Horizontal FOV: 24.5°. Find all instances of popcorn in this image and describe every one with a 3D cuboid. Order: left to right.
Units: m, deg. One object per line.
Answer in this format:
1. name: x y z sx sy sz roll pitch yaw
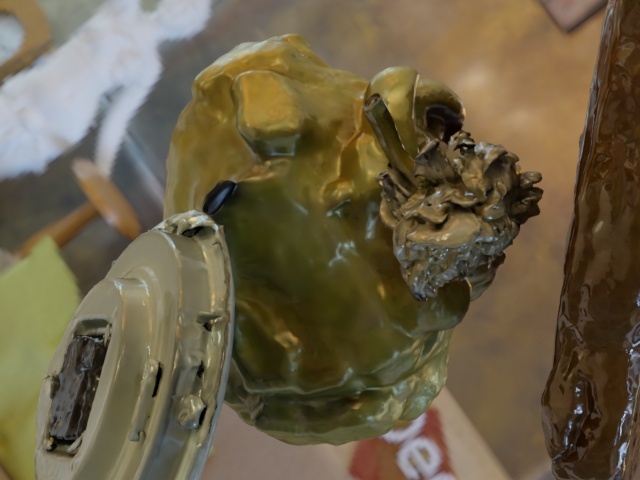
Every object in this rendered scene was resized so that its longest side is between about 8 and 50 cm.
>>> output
1. popcorn: 0.000 0.000 1.000 0.252 0.215 0.286 0 -64 41

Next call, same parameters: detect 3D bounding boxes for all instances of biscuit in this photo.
1. biscuit: 0.198 -0.039 0.897 0.359 0.074 0.381 -66 156 -43

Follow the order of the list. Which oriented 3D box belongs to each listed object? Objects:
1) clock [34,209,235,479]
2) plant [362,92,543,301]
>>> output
1. clock: -0.121 0.089 0.859 0.053 0.236 0.236 17 22 -26
2. plant: 0.058 -0.028 0.837 0.122 0.104 0.116 46 -21 -5
